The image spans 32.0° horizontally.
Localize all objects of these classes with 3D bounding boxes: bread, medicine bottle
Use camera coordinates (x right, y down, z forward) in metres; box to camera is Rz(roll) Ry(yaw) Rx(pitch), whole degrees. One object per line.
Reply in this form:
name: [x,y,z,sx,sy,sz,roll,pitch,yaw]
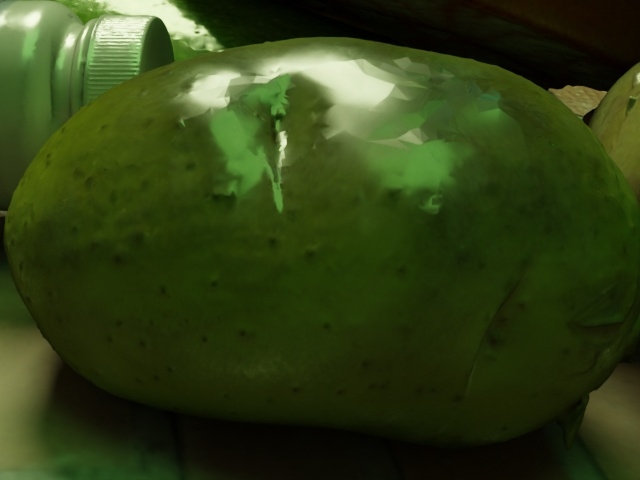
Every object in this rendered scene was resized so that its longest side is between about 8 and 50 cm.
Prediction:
bread: [0.056,-0.177,0.677,0.295,0.114,0.328,14,4,-35]
medicine bottle: [-0.169,-0.065,0.545,0.187,0.102,0.103,1,25,5]

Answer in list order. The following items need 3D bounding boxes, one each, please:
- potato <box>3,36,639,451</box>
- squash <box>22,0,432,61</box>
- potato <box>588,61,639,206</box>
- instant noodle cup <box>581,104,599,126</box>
potato: [0.000,0.000,0.447,0.248,0.143,0.169,1,40,6]
squash: [-0.095,-0.104,0.674,0.289,0.111,0.203,18,26,24]
potato: [0.171,-0.045,0.435,0.172,0.089,0.101,30,35,34]
instant noodle cup: [0.251,0.012,0.552,0.274,0.090,0.274,7,26,-3]
